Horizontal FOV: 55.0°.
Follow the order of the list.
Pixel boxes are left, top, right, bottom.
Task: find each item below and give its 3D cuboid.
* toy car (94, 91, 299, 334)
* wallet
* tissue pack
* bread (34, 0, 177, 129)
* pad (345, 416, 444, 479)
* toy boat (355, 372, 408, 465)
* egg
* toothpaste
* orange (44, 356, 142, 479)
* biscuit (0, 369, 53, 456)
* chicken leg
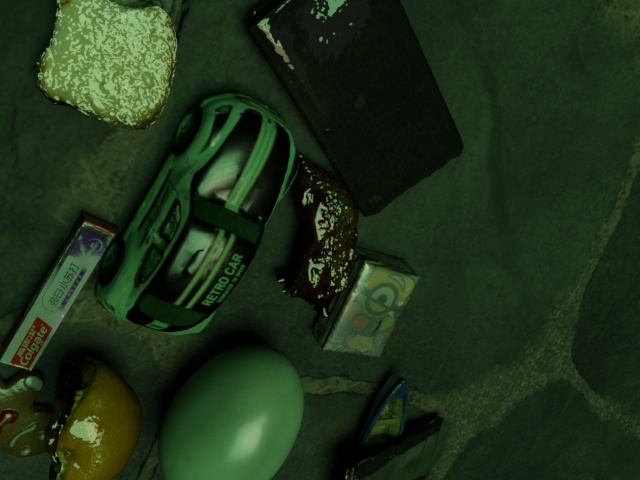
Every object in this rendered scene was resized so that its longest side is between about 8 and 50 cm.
[{"bbox_3d":[-0.131,-0.014,0.697,0.136,0.125,0.305,27,103,-34],"label":"toy car"},{"bbox_3d":[0.055,-0.182,0.752,0.170,0.044,0.321,-38,129,-3],"label":"wallet"},{"bbox_3d":[0.066,0.093,0.891,0.109,0.060,0.148,16,107,-31],"label":"tissue pack"},{"bbox_3d":[-0.210,-0.185,0.616,0.126,0.044,0.129,14,111,-24],"label":"bread"},{"bbox_3d":[0.123,0.412,1.071,0.233,0.022,0.174,-12,123,-39],"label":"pad"},{"bbox_3d":[0.101,0.317,1.038,0.080,0.046,0.228,0,115,-26],"label":"toy boat"},{"bbox_3d":[-0.116,0.242,0.812,0.168,0.168,0.230,31,95,-35],"label":"egg"},{"bbox_3d":[-0.299,0.059,0.702,0.047,0.040,0.196,28,101,-33],"label":"toothpaste"},{"bbox_3d":[-0.272,0.223,0.737,0.113,0.159,0.170,1,160,-6],"label":"orange"},{"bbox_3d":[-0.397,0.203,0.736,0.138,0.031,0.205,-40,128,-3],"label":"biscuit"},{"bbox_3d":[0.000,0.000,0.809,0.105,0.063,0.233,-4,115,-30],"label":"chicken leg"}]
